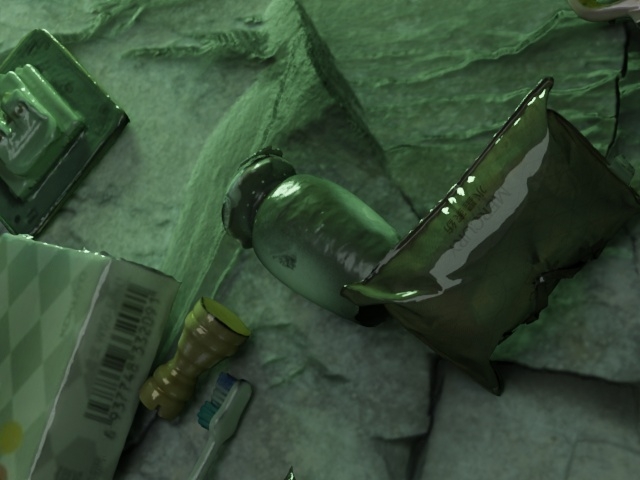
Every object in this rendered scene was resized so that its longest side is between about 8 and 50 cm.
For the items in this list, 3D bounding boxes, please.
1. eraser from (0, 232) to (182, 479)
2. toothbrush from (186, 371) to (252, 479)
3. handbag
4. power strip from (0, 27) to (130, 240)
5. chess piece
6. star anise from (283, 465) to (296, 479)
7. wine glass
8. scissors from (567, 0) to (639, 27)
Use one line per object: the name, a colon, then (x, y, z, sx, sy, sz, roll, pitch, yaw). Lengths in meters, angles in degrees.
eraser: (-0.305, 0.200, 1.717, 0.213, 0.082, 0.397, 11, 78, 38)
toothbrush: (-0.177, 0.321, 1.628, 0.040, 0.042, 0.418, 22, 82, 43)
handbag: (0.172, 0.006, 1.484, 0.270, 0.182, 0.117, -48, 16, 5)
power strip: (-0.341, -0.130, 1.869, 0.213, 0.064, 0.198, 42, 98, 33)
chess piece: (-0.132, 0.121, 1.662, 0.122, 0.066, 0.066, -51, 56, 9)
star anise: (-0.032, 0.272, 1.541, 0.124, 0.056, 0.129, 6, 56, -1)
wine glass: (0.000, 0.000, 1.598, 0.204, 0.111, 0.111, 34, 92, 34)
scissors: (0.318, -0.209, 1.540, 0.160, 0.024, 0.317, -23, 63, 19)
